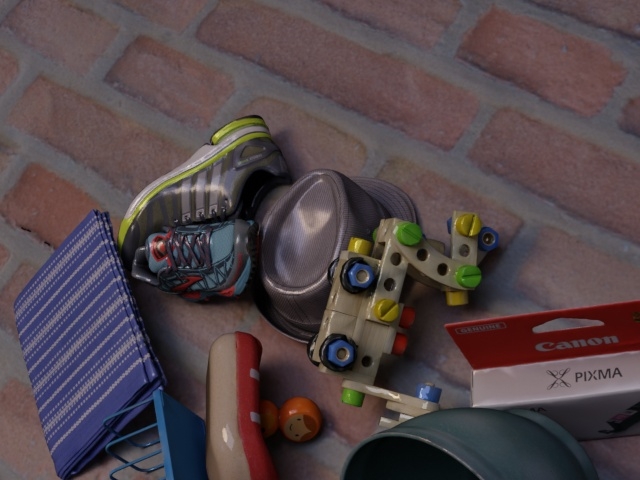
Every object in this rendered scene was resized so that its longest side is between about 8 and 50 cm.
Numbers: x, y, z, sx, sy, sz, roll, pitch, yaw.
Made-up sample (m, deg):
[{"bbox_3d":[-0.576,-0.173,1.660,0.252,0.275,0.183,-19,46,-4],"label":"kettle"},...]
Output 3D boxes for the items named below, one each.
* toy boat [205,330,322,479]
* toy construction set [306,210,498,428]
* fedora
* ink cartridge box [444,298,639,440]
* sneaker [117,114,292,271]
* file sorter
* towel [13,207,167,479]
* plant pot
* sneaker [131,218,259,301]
[{"bbox_3d":[-0.073,0.236,1.759,0.151,0.151,0.231,1,58,-7],"label":"toy boat"},{"bbox_3d":[0.109,0.106,1.724,0.215,0.151,0.328,17,70,-16],"label":"toy construction set"},{"bbox_3d":[0.000,0.000,1.853,0.243,0.124,0.275,11,67,29],"label":"fedora"},{"bbox_3d":[0.305,0.157,1.546,0.275,0.239,0.060,-9,58,20],"label":"ink cartridge box"},{"bbox_3d":[-0.172,-0.052,1.979,0.300,0.111,0.121,-42,61,3],"label":"sneaker"},{"bbox_3d":[-0.214,0.308,1.777,0.104,0.118,0.170,-24,54,14],"label":"file sorter"},{"bbox_3d":[-0.340,0.147,1.940,0.243,0.040,0.336,-45,49,25],"label":"towel"},{"bbox_3d":[0.192,0.307,1.506,0.196,0.293,0.293,-26,43,-38],"label":"plant pot"},{"bbox_3d":[-0.179,0.029,1.854,0.262,0.125,0.104,-25,57,54],"label":"sneaker"}]
